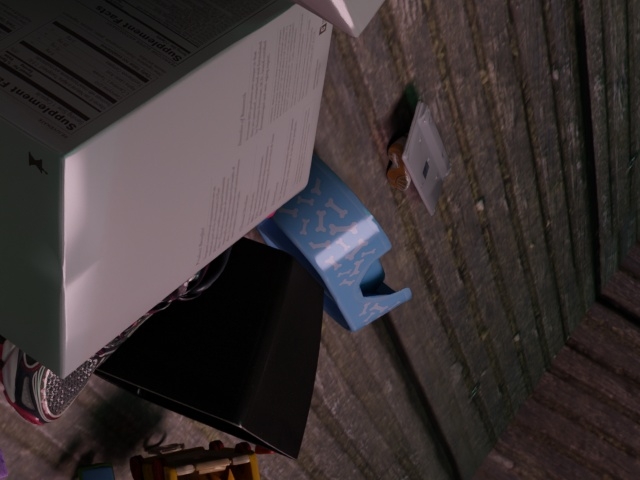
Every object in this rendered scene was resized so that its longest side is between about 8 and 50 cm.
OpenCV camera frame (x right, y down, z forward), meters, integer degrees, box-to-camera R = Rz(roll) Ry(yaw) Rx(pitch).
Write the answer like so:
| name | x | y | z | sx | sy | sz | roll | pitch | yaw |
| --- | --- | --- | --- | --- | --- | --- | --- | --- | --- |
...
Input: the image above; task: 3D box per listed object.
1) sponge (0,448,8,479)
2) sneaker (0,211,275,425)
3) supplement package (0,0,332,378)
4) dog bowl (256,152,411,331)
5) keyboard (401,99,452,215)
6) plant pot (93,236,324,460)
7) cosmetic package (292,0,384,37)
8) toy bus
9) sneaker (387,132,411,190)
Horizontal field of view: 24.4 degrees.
| name | x | y | z | sx | sy | sz | roll | pitch | yaw |
| --- | --- | --- | --- | --- | --- | --- | --- | --- | --- |
| sponge | -0.315 | 0.132 | 1.070 | 0.031 | 0.117 | 0.210 | -25 | 168 | 22 |
| sneaker | -0.159 | 0.031 | 1.261 | 0.299 | 0.112 | 0.121 | -54 | 157 | -9 |
| supplement package | -0.152 | -0.090 | 1.002 | 0.263 | 0.198 | 0.199 | -40 | 152 | -38 |
| dog bowl | 0.000 | 0.000 | 1.499 | 0.074 | 0.166 | 0.297 | -44 | 156 | -7 |
| keyboard | 0.127 | -0.094 | 1.777 | 0.256 | 0.014 | 0.072 | 50 | 62 | -72 |
| plant pot | -0.096 | 0.085 | 1.391 | 0.167 | 0.187 | 0.188 | -66 | 159 | -11 |
| cosmetic package | -0.088 | -0.274 | 0.675 | 0.197 | 0.365 | 0.155 | -57 | 158 | -4 |
| toy bus | -0.127 | 0.261 | 1.494 | 0.202 | 0.191 | 0.104 | -2 | 82 | -64 |
| sneaker | 0.100 | -0.092 | 1.745 | 0.037 | 0.032 | 0.083 | -50 | 159 | -29 |
